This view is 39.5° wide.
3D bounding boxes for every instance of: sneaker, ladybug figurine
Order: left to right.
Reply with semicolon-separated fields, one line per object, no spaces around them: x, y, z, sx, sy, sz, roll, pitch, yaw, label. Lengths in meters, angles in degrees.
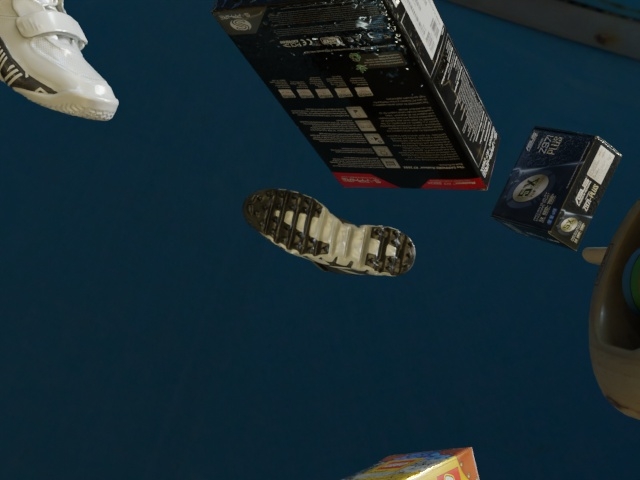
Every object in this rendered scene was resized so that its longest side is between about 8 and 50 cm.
-0.396;-0.336;1.244;0.366;0.137;0.210;39;-74;13;sneaker
0.000;0.000;1.170;0.234;0.106;0.078;18;-107;-16;sneaker
0.414;0.055;0.943;0.161;0.449;0.305;20;-88;3;ladybug figurine

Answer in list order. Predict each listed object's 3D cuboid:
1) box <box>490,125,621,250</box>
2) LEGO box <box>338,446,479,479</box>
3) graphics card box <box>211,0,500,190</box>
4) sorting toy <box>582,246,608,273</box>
0.395;-0.091;1.505;0.077;0.147;0.180;27;-91;-33;box
0.122;0.614;1.367;0.193;0.372;0.500;-17;-97;39;LEGO box
0.058;-0.199;1.113;0.371;0.232;0.094;47;-125;-48;graphics card box
0.561;0.040;1.477;0.196;0.347;0.047;19;-96;-14;sorting toy
